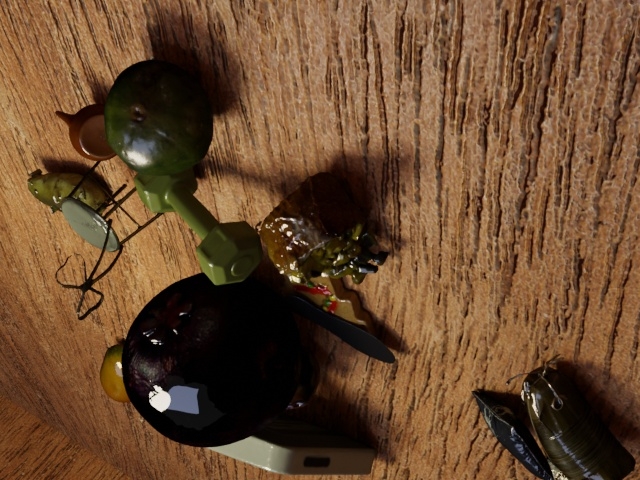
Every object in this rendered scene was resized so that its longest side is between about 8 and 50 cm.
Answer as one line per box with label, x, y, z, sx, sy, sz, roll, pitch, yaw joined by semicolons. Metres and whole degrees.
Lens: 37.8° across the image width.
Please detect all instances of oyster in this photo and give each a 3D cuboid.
oyster;0.467;0.436;1.788;0.132;0.029;0.086;11;146;33

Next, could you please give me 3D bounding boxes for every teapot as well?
teapot;-0.427;-0.209;1.805;0.173;0.116;0.116;22;158;-29

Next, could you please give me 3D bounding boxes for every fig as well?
fig;-0.273;-0.209;1.595;0.195;0.195;0.245;43;-176;-8

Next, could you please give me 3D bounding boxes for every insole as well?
insole;0.037;0.172;1.839;0.253;0.005;0.086;29;148;5

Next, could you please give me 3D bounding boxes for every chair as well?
chair;-0.441;-0.027;1.834;0.170;0.325;0.159;25;147;21

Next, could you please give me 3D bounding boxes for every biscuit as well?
biscuit;0.018;0.131;1.844;0.239;0.041;0.212;43;148;-6

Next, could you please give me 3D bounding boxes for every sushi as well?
sushi;0.000;0.001;1.585;0.179;0.167;0.296;58;145;12

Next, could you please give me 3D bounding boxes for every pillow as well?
pillow;0.349;0.351;1.703;0.141;0.055;0.208;48;180;-11

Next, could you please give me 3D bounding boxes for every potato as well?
potato;-0.568;-0.104;2.095;0.226;0.090;0.117;14;142;33

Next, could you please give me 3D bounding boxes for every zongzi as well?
zongzi;0.401;0.314;1.643;0.247;0.111;0.241;53;166;-7

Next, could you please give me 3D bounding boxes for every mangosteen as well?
mangosteen;-0.201;0.266;1.956;0.382;0.382;0.435;10;153;39

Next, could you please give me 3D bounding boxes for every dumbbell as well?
dumbbell;-0.225;-0.043;1.712;0.302;0.121;0.108;45;-174;33

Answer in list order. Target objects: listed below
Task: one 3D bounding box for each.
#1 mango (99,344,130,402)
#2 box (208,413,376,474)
mango;-0.572;0.390;2.733;0.152;0.120;0.221;35;142;8
box;-0.106;0.469;2.212;0.373;0.090;0.367;10;175;39
